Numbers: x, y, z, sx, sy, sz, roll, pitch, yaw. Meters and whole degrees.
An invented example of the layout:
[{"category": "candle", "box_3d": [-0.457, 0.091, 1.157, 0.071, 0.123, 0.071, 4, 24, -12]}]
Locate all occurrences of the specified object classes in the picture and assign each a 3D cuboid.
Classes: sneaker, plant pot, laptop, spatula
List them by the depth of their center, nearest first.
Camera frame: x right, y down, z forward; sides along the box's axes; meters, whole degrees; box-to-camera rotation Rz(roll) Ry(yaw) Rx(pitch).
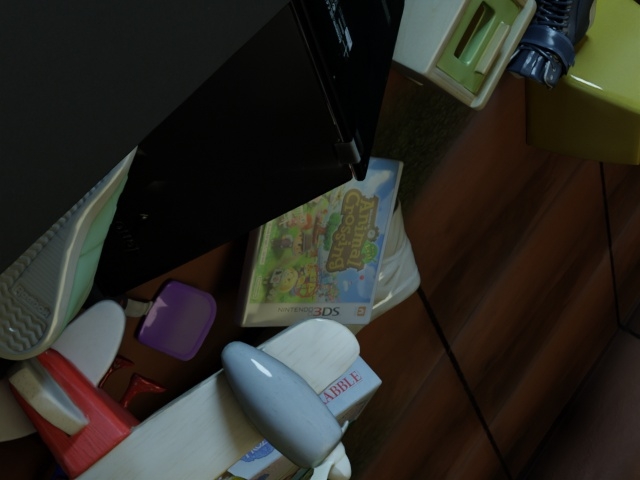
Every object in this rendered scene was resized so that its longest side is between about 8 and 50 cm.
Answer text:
[{"category": "sneaker", "box_3d": [-0.212, -0.036, 0.969, 0.151, 0.094, 0.255, -142, -107, -84]}, {"category": "laptop", "box_3d": [-0.102, -0.218, 1.063, 0.382, 0.236, 0.407, 68, 29, -48]}, {"category": "spatula", "box_3d": [-0.200, 0.067, 1.229, 0.084, 0.030, 0.296, -61, 153, 1]}, {"category": "sneaker", "box_3d": [0.001, 0.050, 1.498, 0.292, 0.108, 0.169, -38, 132, -29]}, {"category": "sneaker", "box_3d": [0.329, -0.315, 1.673, 0.163, 0.086, 0.226, -53, 154, -17]}, {"category": "plant pot", "box_3d": [0.463, -0.244, 1.860, 0.212, 0.187, 0.212, -49, 152, -21]}]

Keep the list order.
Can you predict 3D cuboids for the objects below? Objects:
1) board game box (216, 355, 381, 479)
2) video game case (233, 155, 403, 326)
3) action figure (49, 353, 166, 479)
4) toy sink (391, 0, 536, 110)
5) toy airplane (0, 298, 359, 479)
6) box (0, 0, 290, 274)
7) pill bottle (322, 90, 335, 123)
[{"category": "board game box", "box_3d": [-0.098, 0.310, 1.491, 0.319, 0.066, 0.318, -31, 160, -37]}, {"category": "video game case", "box_3d": [0.000, 0.000, 1.394, 0.193, 0.023, 0.212, 2, 105, -37]}, {"category": "action figure", "box_3d": [-0.246, 0.271, 1.282, 0.139, 0.091, 0.280, 34, 87, -51]}, {"category": "toy sink", "box_3d": [0.156, -0.254, 1.394, 0.152, 0.131, 0.234, -61, 154, 5]}, {"category": "toy airplane", "box_3d": [-0.161, 0.249, 1.098, 0.385, 0.272, 0.386, 5, 105, -19]}, {"category": "box", "box_3d": [-0.201, -0.197, 0.651, 0.343, 0.313, 0.179, -48, 151, -22]}, {"category": "pill bottle", "box_3d": [0.025, -0.176, 1.348, 0.043, 0.043, 0.083, -30, 141, -44]}]
